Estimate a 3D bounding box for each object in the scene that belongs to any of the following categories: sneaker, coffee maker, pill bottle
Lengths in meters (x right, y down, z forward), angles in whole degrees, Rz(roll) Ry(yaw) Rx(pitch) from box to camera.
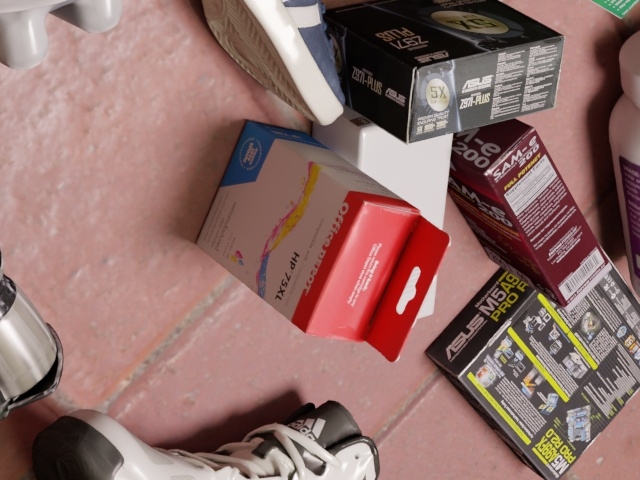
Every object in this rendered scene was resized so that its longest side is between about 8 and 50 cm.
[{"bbox_3d":[-0.098,0.219,1.854,0.257,0.169,0.447,-52,144,-14],"label":"sneaker"},{"bbox_3d":[-0.319,0.070,1.580,0.171,0.120,0.178,-37,133,-16],"label":"coffee maker"},{"bbox_3d":[-0.033,-0.247,1.618,0.148,0.131,0.350,-45,138,-14],"label":"sneaker"},{"bbox_3d":[0.398,-0.078,2.042,0.169,0.169,0.301,-31,128,-22],"label":"pill bottle"}]

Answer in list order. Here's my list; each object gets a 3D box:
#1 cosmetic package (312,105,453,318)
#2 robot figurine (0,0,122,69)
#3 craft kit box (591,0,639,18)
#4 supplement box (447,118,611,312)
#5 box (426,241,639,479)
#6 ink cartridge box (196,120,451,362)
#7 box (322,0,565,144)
[{"bbox_3d":[0.053,-0.028,1.854,0.117,0.085,0.231,-14,122,-33],"label":"cosmetic package"},{"bbox_3d":[-0.236,-0.302,1.363,0.300,0.200,0.353,-34,134,-35],"label":"robot figurine"},{"bbox_3d":[0.284,-0.351,1.793,0.246,0.061,0.250,23,122,-37],"label":"craft kit box"},{"bbox_3d":[0.192,-0.043,1.925,0.073,0.130,0.239,-44,134,-9],"label":"supplement box"},{"bbox_3d":[0.261,0.124,2.134,0.216,0.060,0.270,-48,135,-5],"label":"box"},{"bbox_3d":[0.000,0.000,1.719,0.078,0.231,0.134,11,108,-43],"label":"ink cartridge box"},{"bbox_3d":[0.109,-0.166,1.768,0.180,0.147,0.077,-15,124,-32],"label":"box"}]
